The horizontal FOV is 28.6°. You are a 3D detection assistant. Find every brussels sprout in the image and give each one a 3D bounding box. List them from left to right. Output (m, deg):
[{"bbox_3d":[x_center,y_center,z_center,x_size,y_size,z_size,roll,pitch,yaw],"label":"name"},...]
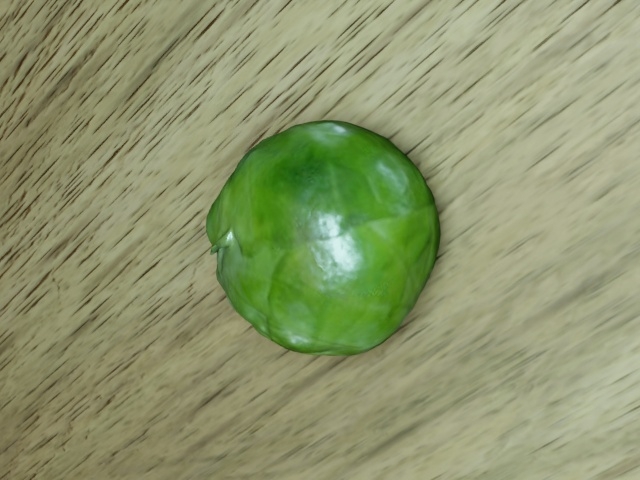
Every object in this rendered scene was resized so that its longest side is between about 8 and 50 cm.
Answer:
[{"bbox_3d":[0.000,0.000,1.217,0.244,0.244,0.244,9,105,36],"label":"brussels sprout"}]
